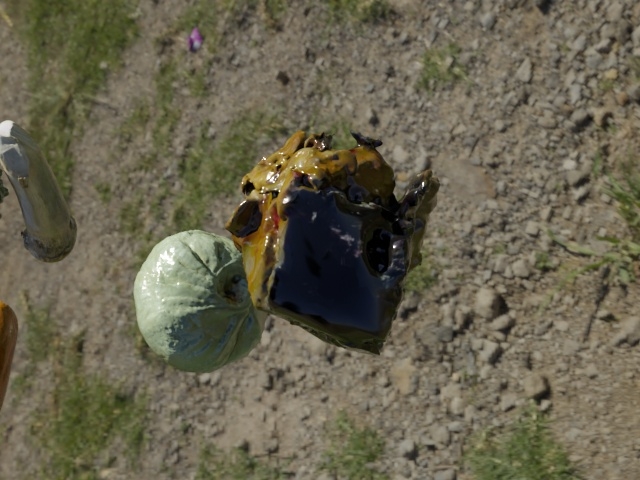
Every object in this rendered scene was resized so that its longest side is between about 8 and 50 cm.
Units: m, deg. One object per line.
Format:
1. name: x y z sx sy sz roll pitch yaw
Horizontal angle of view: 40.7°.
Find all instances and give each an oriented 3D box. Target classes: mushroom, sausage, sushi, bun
1. mushroom: -0.374 -0.064 1.138 0.071 0.209 0.084 7 46 10
2. sausage: -0.407 0.147 1.062 0.054 0.062 0.183 -33 41 30
3. sushi: 0.003 -0.006 0.861 0.204 0.213 0.199 20 82 6
4. bun: -0.141 0.077 1.124 0.118 0.195 0.195 -18 68 36

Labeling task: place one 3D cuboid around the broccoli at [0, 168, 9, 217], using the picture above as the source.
1. broccoli: -0.586 -0.146 1.184 0.272 0.334 0.323 -8 59 -1
